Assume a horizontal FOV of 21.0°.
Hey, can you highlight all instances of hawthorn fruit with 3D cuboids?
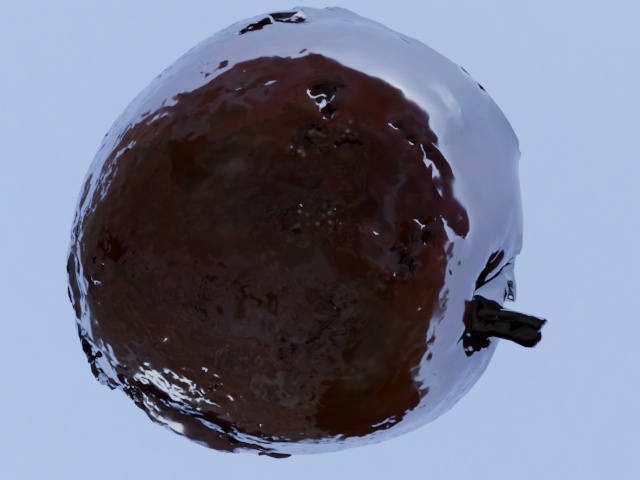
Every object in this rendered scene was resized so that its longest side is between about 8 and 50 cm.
[{"bbox_3d":[-0.014,-0.008,1.129,0.316,0.316,0.316,4,-74,15],"label":"hawthorn fruit"}]
